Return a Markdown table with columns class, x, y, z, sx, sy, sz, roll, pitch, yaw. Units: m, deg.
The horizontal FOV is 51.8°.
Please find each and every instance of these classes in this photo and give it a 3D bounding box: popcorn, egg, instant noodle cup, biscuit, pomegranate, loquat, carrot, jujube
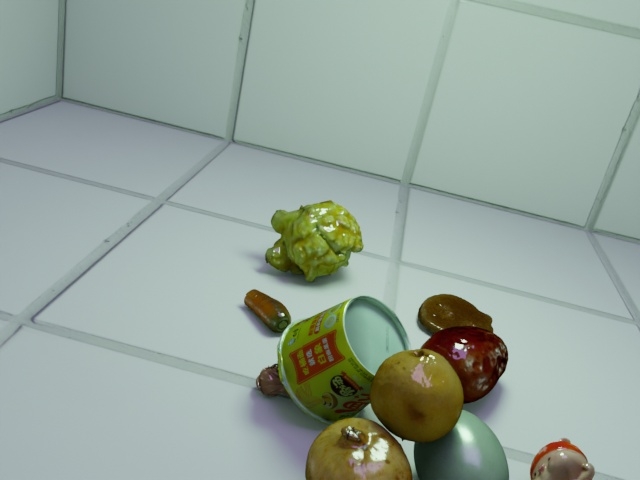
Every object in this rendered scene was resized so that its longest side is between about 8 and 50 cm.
| class | x | y | z | sx | sy | sz | roll | pitch | yaw |
| --- | --- | --- | --- | --- | --- | --- | --- | --- | --- |
| popcorn | -0.006 | 0.001 | 2.342 | 0.279 | 0.275 | 0.335 | -8 | 5 | 43 |
| egg | 0.318 | 0.504 | 1.500 | 0.202 | 0.203 | 0.283 | 5 | 22 | -16 |
| instant noodle cup | 0.071 | 0.288 | 1.668 | 0.311 | 0.221 | 0.311 | 27 | 43 | -28 |
| biscuit | 0.463 | 0.274 | 2.261 | 0.257 | 0.049 | 0.273 | 30 | 31 | 27 |
| pomegranate | 0.079 | 0.491 | 1.383 | 0.248 | 0.248 | 0.248 | 11 | 24 | -5 |
| loquat | 0.211 | 0.343 | 1.455 | 0.208 | 0.208 | 0.208 | 11 | 24 | -5 |
| carrot | -0.160 | 0.214 | 2.047 | 0.087 | 0.087 | 0.193 | -5 | 28 | -34 |
| jujube | 0.418 | 0.352 | 1.904 | 0.223 | 0.223 | 0.318 | 31 | 22 | 35 |

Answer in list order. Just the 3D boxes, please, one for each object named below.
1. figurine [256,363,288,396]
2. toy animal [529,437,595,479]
| class | x | y | z | sx | sy | sz | roll | pitch | yaw |
| --- | --- | --- | --- | --- | --- | --- | --- | --- | --- |
| figurine | -0.088 | 0.360 | 1.730 | 0.157 | 0.126 | 0.114 | 3 | -17 | -23 |
| toy animal | 0.584 | 0.572 | 1.546 | 0.171 | 0.171 | 0.198 | -2 | 31 | -30 |
